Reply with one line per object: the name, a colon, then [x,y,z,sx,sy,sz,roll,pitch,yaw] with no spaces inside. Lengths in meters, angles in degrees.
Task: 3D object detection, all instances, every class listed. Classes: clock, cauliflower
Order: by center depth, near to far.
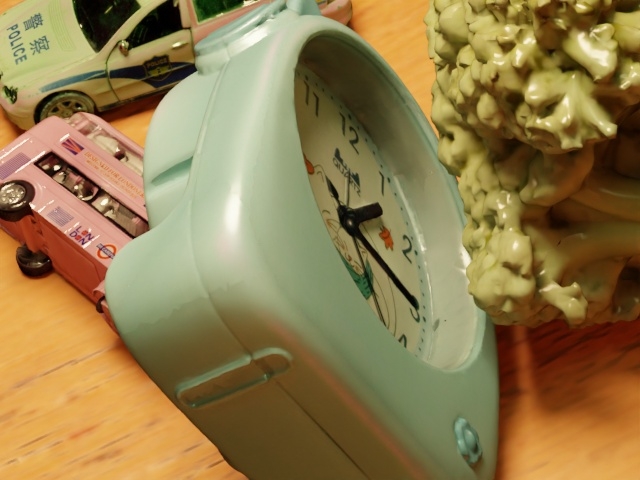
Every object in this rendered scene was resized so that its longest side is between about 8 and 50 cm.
clock: [0.000,0.000,0.968,0.094,0.223,0.274,-24,36,23]
cauliflower: [0.191,-0.084,0.992,0.281,0.260,0.327,33,86,1]

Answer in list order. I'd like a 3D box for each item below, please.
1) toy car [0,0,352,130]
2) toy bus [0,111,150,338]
toy car: [-0.096,-0.139,1.191,0.224,0.076,0.090,-18,50,-5]
toy bus: [-0.103,0.001,1.079,0.090,0.063,0.203,-38,52,-22]
